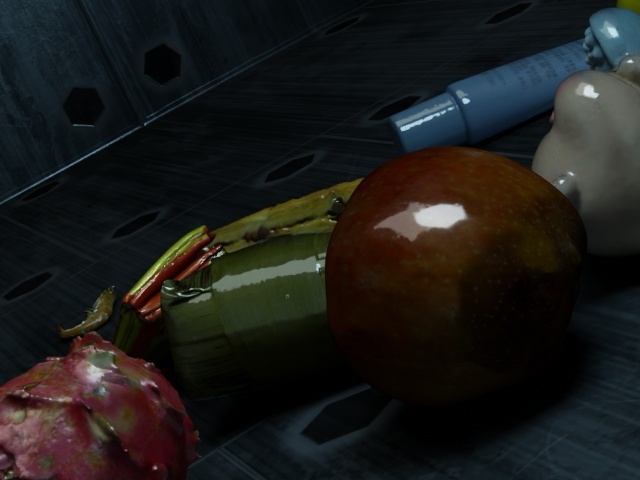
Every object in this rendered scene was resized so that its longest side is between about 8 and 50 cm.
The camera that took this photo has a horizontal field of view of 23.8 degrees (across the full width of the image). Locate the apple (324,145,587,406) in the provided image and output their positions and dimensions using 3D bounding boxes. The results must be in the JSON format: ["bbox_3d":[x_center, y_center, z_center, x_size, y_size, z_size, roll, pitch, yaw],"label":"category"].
[{"bbox_3d":[0.118,0.036,1.298,0.230,0.230,0.230,-24,16,7],"label":"apple"}]

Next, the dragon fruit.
[{"bbox_3d":[-0.230,0.208,1.316,0.268,0.210,0.205,-29,-24,-17],"label":"dragon fruit"}]

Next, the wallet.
[{"bbox_3d":[-0.185,0.094,1.701,0.141,0.067,0.241,-42,-8,-34],"label":"wallet"}]

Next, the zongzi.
[{"bbox_3d":[-0.002,0.060,1.580,0.273,0.145,0.300,-14,0,11],"label":"zongzi"}]

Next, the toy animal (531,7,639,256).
[{"bbox_3d":[0.321,-0.084,1.422,0.221,0.230,0.210,21,-1,14],"label":"toy animal"}]

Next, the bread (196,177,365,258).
[{"bbox_3d":[0.000,0.000,1.735,0.235,0.099,0.210,-21,-5,37],"label":"bread"}]

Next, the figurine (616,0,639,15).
[{"bbox_3d":[0.404,-0.226,1.548,0.169,0.218,0.326,0,-3,-28],"label":"figurine"}]

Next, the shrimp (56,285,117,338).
[{"bbox_3d":[-0.321,0.100,2.120,0.091,0.025,0.127,-21,19,23],"label":"shrimp"}]

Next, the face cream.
[{"bbox_3d":[0.278,-0.205,2.057,0.385,0.086,0.135,-22,26,-7],"label":"face cream"}]
